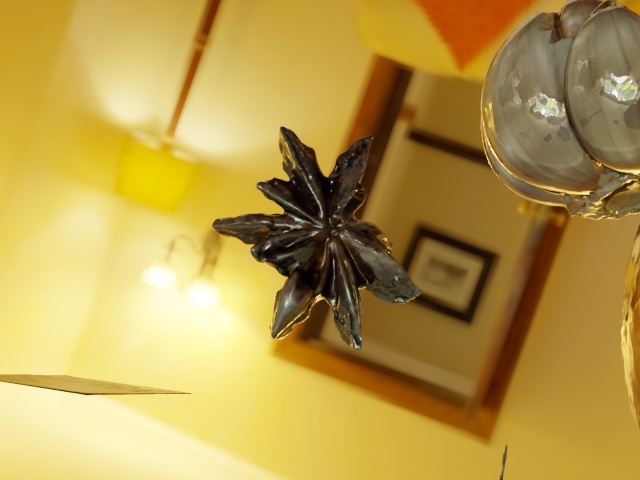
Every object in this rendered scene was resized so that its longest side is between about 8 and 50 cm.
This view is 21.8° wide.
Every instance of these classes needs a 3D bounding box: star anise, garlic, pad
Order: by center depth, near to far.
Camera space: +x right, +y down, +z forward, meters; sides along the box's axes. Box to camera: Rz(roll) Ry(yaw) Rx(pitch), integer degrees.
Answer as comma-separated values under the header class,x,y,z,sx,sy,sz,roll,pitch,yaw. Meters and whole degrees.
class,x,y,z,sx,sy,sz,roll,pitch,yaw
pad,-0.202,0.118,1.365,0.127,0.004,0.190,6,178,21
garlic,0.216,-0.114,1.437,0.160,0.191,0.214,-22,168,4
star anise,0.004,0.001,1.945,0.212,0.283,0.129,-17,158,-22

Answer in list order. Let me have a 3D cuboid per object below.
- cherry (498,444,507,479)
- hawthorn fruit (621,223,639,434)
class,x,y,z,sx,sy,sz,roll,pitch,yaw
cherry,0.061,0.192,0.982,0.106,0.126,0.087,0,-124,-43
hawthorn fruit,0.316,0.039,1.042,0.275,0.275,0.300,18,-133,-26
